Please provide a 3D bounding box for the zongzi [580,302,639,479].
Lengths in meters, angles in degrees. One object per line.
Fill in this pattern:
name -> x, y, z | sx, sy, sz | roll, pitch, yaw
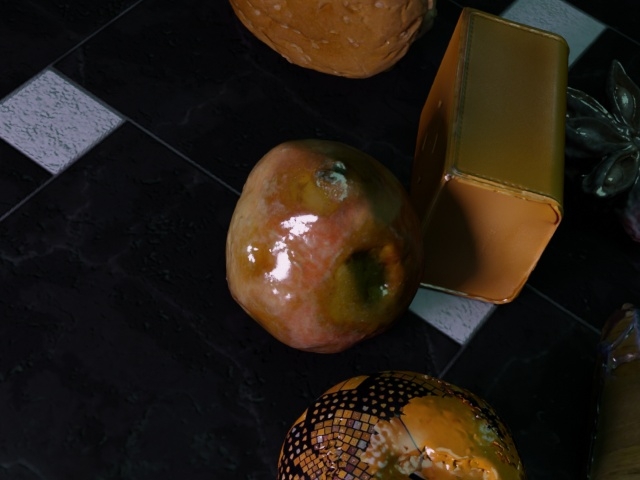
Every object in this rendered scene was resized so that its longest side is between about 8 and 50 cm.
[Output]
zongzi -> 0.434, 0.192, 1.221 | 0.393, 0.174, 0.356 | -13, 42, 29

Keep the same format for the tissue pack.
tissue pack -> 0.192, -0.098, 1.472 | 0.145, 0.194, 0.274 | 13, 51, -3

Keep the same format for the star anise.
star anise -> 0.369, -0.098, 1.570 | 0.223, 0.109, 0.236 | -15, 72, -30

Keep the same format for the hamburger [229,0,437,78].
hamburger -> 0.030, -0.298, 1.597 | 0.330, 0.209, 0.162 | 5, 50, 39

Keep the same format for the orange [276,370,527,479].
orange -> 0.072, 0.233, 1.192 | 0.234, 0.182, 0.234 | 2, 62, -4

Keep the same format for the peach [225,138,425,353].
peach -> 0.000, 0.000, 1.329 | 0.214, 0.235, 0.214 | 0, 50, 0
